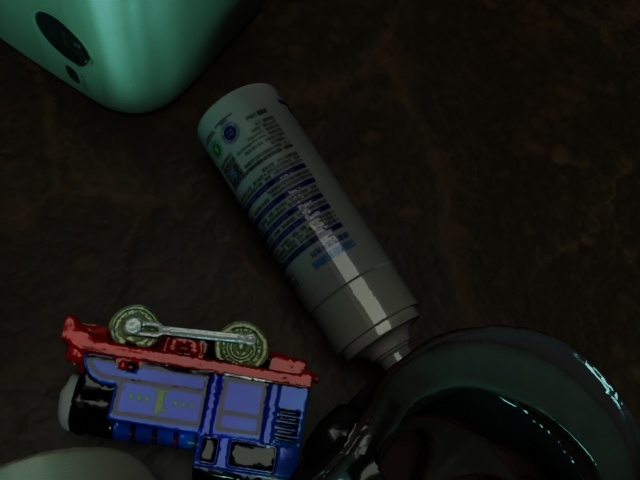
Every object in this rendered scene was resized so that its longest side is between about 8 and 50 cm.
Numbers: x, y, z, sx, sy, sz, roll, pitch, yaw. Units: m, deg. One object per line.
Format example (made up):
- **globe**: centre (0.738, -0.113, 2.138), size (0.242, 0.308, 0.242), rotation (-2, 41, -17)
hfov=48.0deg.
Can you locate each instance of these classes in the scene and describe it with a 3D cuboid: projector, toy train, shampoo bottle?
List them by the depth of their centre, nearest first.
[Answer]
- **toy train**: centre (-0.109, 0.128, 0.584), size (0.204, 0.083, 0.131), rotation (11, 68, -4)
- **shampoo bottle**: centre (0.000, 0.000, 0.649), size (0.092, 0.092, 0.303), rotation (-29, 74, -19)
- **projector**: centre (-0.192, -0.307, 0.661), size (0.248, 0.249, 0.248), rotation (34, 67, 6)

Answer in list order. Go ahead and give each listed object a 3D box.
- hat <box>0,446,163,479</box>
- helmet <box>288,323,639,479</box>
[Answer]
- **hat**: centre (-0.166, 0.264, 0.477), size (0.219, 0.164, 0.226), rotation (-16, 104, -15)
- **helmet**: centre (0.075, 0.237, 0.503), size (0.271, 0.197, 0.338), rotation (31, 59, -10)
